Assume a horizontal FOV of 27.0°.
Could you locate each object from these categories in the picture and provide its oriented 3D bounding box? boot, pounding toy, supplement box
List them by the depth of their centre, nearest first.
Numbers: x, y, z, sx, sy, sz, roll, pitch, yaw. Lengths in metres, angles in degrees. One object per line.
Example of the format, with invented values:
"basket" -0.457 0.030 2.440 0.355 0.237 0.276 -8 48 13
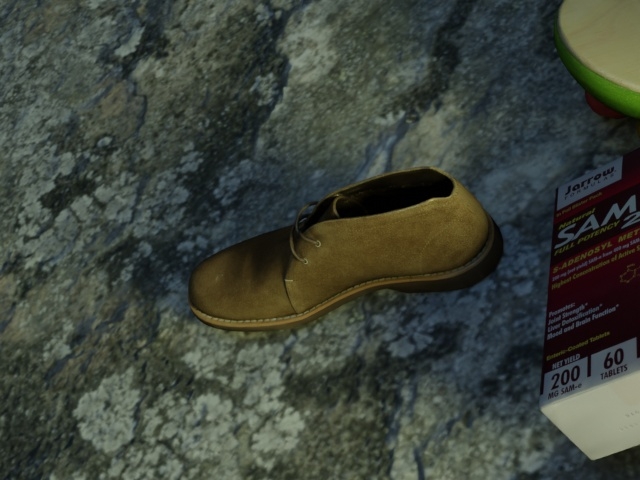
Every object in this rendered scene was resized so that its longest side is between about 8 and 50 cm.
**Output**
"supplement box" 0.241 0.034 1.001 0.130 0.073 0.239 -28 31 33
"pounding toy" 0.309 -0.131 1.139 0.236 0.110 0.183 6 43 0
"boot" 0.000 0.000 1.196 0.305 0.115 0.112 -14 52 23
